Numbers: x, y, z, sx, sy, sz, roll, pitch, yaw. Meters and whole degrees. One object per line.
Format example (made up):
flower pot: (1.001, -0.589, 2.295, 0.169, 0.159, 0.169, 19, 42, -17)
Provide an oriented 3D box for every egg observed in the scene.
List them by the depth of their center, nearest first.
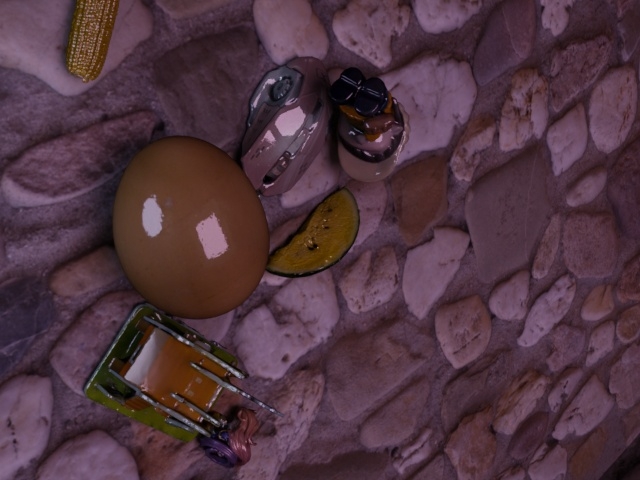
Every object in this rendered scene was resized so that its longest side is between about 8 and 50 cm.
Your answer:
egg: (-0.258, -0.023, 1.605, 0.301, 0.301, 0.373, -32, 112, -30)

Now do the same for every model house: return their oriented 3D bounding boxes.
model house: (-0.251, 0.340, 1.712, 0.358, 0.313, 0.242, 42, 77, -41)

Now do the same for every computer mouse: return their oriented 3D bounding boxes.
computer mouse: (-0.074, -0.236, 1.827, 0.200, 0.115, 0.388, 28, 83, -38)

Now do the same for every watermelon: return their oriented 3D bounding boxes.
watermelon: (0.000, 0.000, 1.974, 0.129, 0.123, 0.301, 48, 67, -15)

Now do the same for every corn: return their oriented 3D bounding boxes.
corn: (-0.420, -0.411, 1.504, 0.080, 0.080, 0.238, 7, 100, -41)

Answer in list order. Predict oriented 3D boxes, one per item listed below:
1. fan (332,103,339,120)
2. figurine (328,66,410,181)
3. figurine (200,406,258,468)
fan: (0.034, -0.317, 1.960, 0.083, 0.004, 0.055, -7, 103, -46)
figurine: (0.118, -0.291, 1.858, 0.204, 0.185, 0.332, -55, 164, -21)
figurine: (-0.198, 0.470, 1.923, 0.157, 0.114, 0.126, -35, 140, -31)
